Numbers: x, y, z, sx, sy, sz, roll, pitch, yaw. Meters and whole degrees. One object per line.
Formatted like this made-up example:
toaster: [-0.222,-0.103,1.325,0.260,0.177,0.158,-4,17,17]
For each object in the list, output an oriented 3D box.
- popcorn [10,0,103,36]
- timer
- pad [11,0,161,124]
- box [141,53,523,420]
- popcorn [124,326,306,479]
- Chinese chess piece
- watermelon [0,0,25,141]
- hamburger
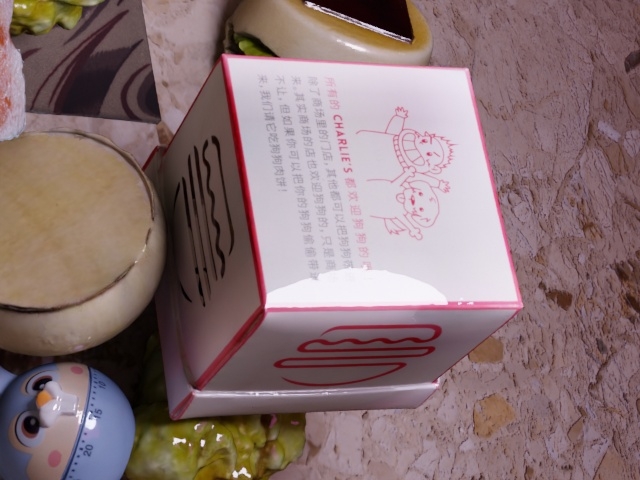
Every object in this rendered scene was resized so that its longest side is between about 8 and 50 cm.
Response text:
popcorn: [-0.329,-0.359,1.794,0.282,0.282,0.247,31,18,-40]
timer: [-0.310,0.186,1.688,0.255,0.175,0.175,35,51,-35]
pad: [-0.328,-0.257,1.960,0.330,0.004,0.220,0,76,-50]
box: [0.000,0.000,1.754,0.312,0.300,0.314,0,65,-23]
popcorn: [-0.116,0.204,1.904,0.225,0.174,0.286,53,42,-32]
Chinese chess piece: [-0.292,0.001,1.716,0.104,0.257,0.257,89,12,-56]
watermelon: [-0.391,-0.190,1.667,0.201,0.213,0.261,32,69,-49]
hamburger: [0.010,-0.261,2.184,0.302,0.170,0.302,19,32,-12]
